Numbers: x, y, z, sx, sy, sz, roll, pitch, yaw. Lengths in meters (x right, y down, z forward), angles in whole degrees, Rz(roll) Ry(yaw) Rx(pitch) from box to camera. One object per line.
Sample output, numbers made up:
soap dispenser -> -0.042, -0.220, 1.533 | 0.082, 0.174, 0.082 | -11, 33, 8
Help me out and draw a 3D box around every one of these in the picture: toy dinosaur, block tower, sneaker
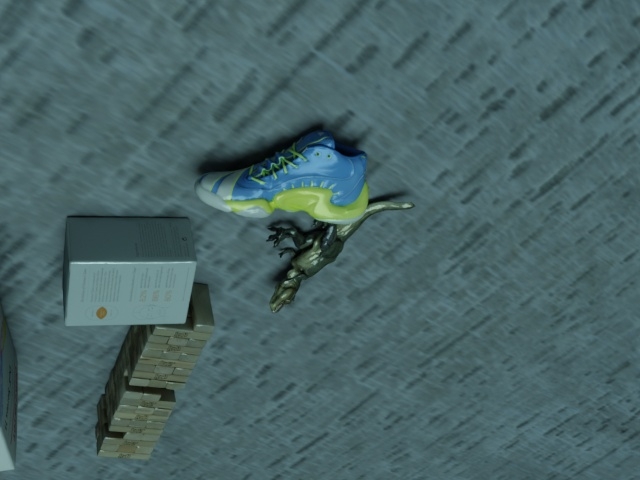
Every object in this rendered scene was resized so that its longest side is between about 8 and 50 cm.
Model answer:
toy dinosaur -> 0.000, 0.000, 1.449 | 0.268, 0.064, 0.118 | -38, 141, 19
block tower -> -0.267, 0.207, 1.550 | 0.097, 0.091, 0.335 | 10, 130, -26
sneaker -> -0.045, -0.097, 1.334 | 0.240, 0.091, 0.126 | 5, 113, -19

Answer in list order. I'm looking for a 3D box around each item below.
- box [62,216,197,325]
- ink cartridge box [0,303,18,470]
box -> -0.269, 0.043, 1.385 | 0.171, 0.091, 0.130 | 1, 134, -18
ink cartridge box -> -0.496, 0.185, 1.375 | 0.119, 0.207, 0.353 | -6, 136, -9
